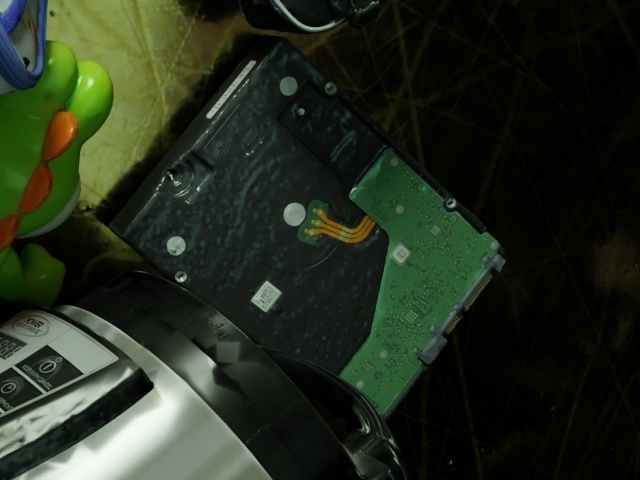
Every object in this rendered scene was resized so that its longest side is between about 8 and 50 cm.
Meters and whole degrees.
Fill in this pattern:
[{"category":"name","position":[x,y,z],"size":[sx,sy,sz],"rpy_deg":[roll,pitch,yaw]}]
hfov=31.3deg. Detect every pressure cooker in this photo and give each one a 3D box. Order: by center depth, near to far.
[{"category":"pressure cooker","position":[-0.150,0.231,0.871],"size":[0.420,0.375,0.370],"rpy_deg":[-38,74,-26]}]

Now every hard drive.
[{"category":"hard drive","position":[0.000,0.000,1.098],"size":[0.339,0.064,0.237],"rpy_deg":[40,85,-25]}]

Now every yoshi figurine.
[{"category":"yoshi figurine","position":[-0.302,-0.019,0.932],"size":[0.203,0.203,0.362],"rpy_deg":[41,100,14]}]

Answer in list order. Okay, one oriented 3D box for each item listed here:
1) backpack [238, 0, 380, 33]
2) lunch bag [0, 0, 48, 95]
[{"category":"backpack","position":[-0.009,-0.325,0.947],"size":[0.225,0.191,0.253],"rpy_deg":[-33,120,-16]},{"category":"lunch bag","position":[-0.260,-0.223,0.753],"size":[0.115,0.303,0.243],"rpy_deg":[-22,124,6]}]
